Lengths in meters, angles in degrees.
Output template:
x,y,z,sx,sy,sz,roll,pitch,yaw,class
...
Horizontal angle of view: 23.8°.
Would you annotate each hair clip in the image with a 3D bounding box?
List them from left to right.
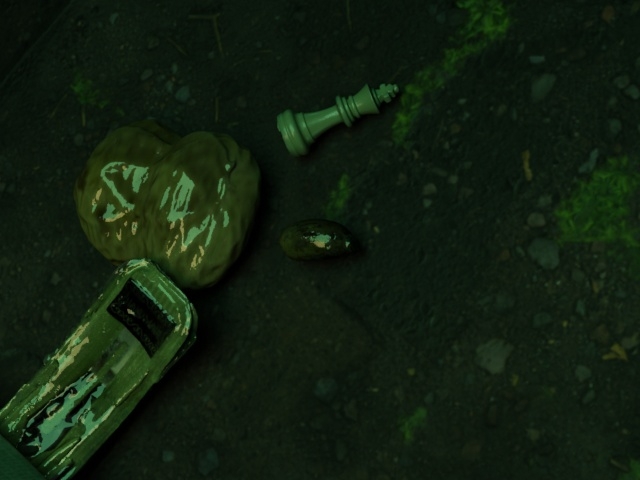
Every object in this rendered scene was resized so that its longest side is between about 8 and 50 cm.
x,y,z,sx,sy,sz,roll,pitch,yaw,class
-0.263,0.170,1.779,0.321,0.091,0.138,-48,68,6,hair clip

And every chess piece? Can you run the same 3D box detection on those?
x,y,z,sx,sy,sz,roll,pitch,yaw,class
0.025,-0.152,1.799,0.149,0.059,0.059,-23,64,6,chess piece

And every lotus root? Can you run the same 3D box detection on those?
x,y,z,sx,sy,sz,roll,pitch,yaw,class
0.000,0.000,1.751,0.099,0.054,0.049,2,93,25,lotus root

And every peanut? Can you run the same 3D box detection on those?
x,y,z,sx,sy,sz,roll,pitch,yaw,class
-0.185,-0.046,1.814,0.233,0.110,0.196,15,83,27,peanut

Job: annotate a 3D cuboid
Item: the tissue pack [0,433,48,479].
x,y,z,sx,sy,sz,roll,pitch,yaw,class
-0.478,0.315,1.739,0.388,0.162,0.287,37,114,29,tissue pack
